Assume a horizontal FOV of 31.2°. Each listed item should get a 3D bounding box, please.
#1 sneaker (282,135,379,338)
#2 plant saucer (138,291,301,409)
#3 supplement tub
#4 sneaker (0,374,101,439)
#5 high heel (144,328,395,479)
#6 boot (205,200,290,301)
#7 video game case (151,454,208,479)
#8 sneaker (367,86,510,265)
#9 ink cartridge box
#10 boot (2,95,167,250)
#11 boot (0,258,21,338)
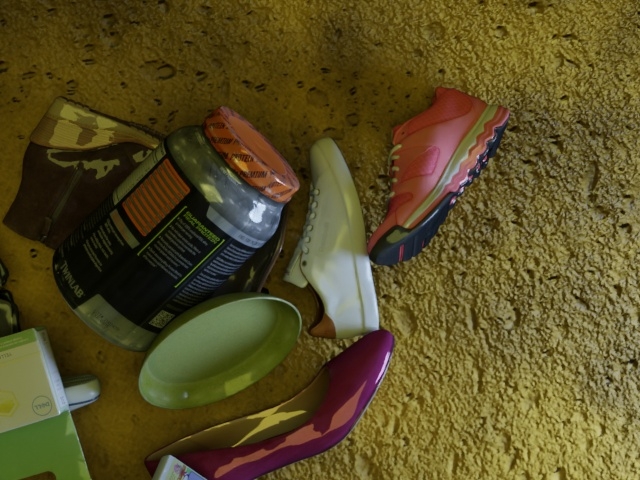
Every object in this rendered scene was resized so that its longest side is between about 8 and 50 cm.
[{"bbox_3d":[0.000,0.000,1.628,0.123,0.106,0.290,-10,90,-8],"label":"sneaker"},{"bbox_3d":[-0.141,0.144,1.567,0.241,0.241,0.037,-26,58,-6],"label":"plant saucer"},{"bbox_3d":[-0.190,-0.017,1.530,0.316,0.193,0.193,-42,92,13],"label":"supplement tub"},{"bbox_3d":[-0.420,0.259,1.595,0.258,0.094,0.091,-18,98,3],"label":"sneaker"},{"bbox_3d":[-0.066,0.237,1.596,0.181,0.127,0.377,40,88,-13],"label":"high heel"},{"bbox_3d":[-0.112,0.014,1.631,0.106,0.082,0.219,15,88,-7],"label":"boot"},{"bbox_3d":[-0.168,0.418,1.490,0.193,0.023,0.212,40,50,-23],"label":"video game case"},{"bbox_3d":[0.140,-0.096,1.641,0.136,0.116,0.314,34,66,13],"label":"sneaker"},{"bbox_3d":[-0.416,0.249,1.519,0.171,0.056,0.235,-17,89,4],"label":"ink cartridge box"},{"bbox_3d":[-0.306,-0.071,1.632,0.248,0.090,0.207,21,99,-8],"label":"boot"},{"bbox_3d":[-0.563,0.026,1.585,0.222,0.118,0.338,-26,101,-9],"label":"boot"}]
